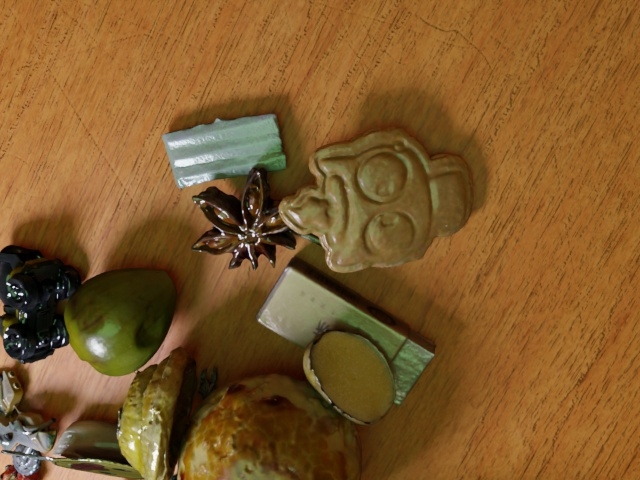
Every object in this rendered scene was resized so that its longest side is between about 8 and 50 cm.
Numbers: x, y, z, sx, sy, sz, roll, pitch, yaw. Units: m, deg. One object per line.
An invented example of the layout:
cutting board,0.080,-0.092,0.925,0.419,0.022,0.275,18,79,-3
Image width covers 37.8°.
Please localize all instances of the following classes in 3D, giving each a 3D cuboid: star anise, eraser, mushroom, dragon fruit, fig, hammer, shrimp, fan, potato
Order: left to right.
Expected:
dragon fruit,-0.656,0.535,2.044,0.086,0.081,0.116,13,127,19
fan,-0.486,0.462,1.926,0.335,0.229,0.011,16,67,-21
mushroom,-0.456,0.434,1.984,0.247,0.096,0.108,3,109,6
fig,-0.396,0.151,1.857,0.230,0.207,0.207,-41,94,13
shrimp,-0.239,0.306,1.965,0.038,0.029,0.092,12,98,13
star anise,-0.144,-0.044,1.833,0.220,0.099,0.214,18,107,2
hammer,0.000,0.000,1.869,0.182,0.017,0.062,23,105,0
potato,0.047,0.268,1.797,0.200,0.164,0.081,45,145,1
eraser,0.051,0.182,1.871,0.343,0.078,0.144,31,106,0

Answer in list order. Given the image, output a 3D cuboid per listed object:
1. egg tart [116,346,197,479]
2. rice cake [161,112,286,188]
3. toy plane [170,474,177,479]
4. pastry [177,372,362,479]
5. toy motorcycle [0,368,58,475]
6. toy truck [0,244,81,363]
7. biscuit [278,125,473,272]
egg tart,-0.324,0.351,1.853,0.115,0.290,0.290,11,104,3
rice cake,-0.188,-0.179,1.840,0.237,0.043,0.127,-11,100,9
toy plane,-0.333,0.557,2.014,0.235,0.060,0.096,10,103,6
pastry,-0.102,0.450,1.832,0.389,0.312,0.388,2,106,8
toy motorcycle,-0.633,0.378,1.991,0.130,0.094,0.229,-33,76,25
toy truck,-0.606,0.130,1.927,0.165,0.147,0.224,19,108,28
biscuit,0.108,-0.077,1.772,0.376,0.051,0.269,-9,100,-6
